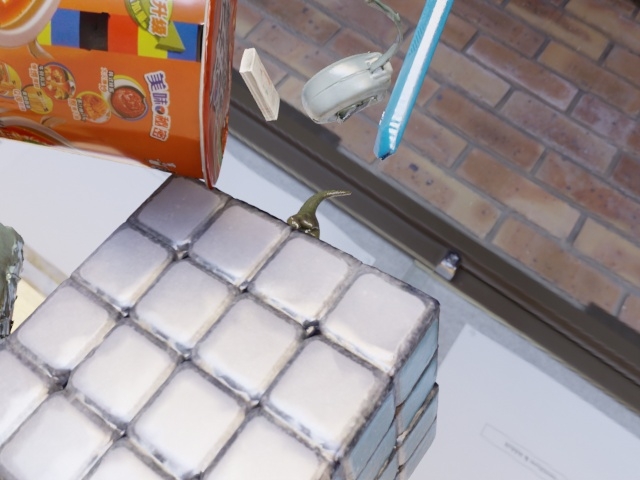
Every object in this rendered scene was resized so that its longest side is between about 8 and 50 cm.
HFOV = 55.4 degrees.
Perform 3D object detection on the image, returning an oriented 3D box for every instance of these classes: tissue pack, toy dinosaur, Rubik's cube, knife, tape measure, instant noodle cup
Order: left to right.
[{"bbox_3d":[-0.178,-0.178,0.535,0.192,0.250,0.250,6,153,-5],"label":"instant noodle cup"},{"bbox_3d":[-0.097,0.194,0.659,0.343,0.344,0.337,28,154,25],"label":"Rubik's cube"},{"bbox_3d":[-0.095,-0.248,0.976,0.023,0.056,0.108,-8,143,17],"label":"tissue pack"},{"bbox_3d":[0.000,0.000,1.141,0.087,0.179,0.187,-30,74,41],"label":"toy dinosaur"},{"bbox_3d":[0.047,-0.244,0.901,0.084,0.164,0.330,59,-178,0],"label":"tape measure"},{"bbox_3d":[0.107,-0.211,0.571,0.026,0.297,0.044,23,176,-31],"label":"knife"}]

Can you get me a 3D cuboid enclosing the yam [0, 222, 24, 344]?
[{"bbox_3d":[-0.502,0.106,0.752,0.241,0.241,0.348,63,180,-40],"label":"yam"}]
